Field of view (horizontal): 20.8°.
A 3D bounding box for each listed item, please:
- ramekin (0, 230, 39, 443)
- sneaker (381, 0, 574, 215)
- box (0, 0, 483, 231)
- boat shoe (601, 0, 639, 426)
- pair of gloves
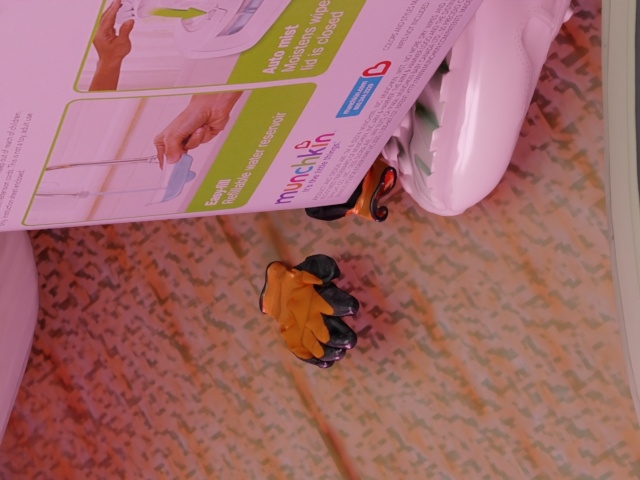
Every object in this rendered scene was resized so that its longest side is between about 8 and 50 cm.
[{"bbox_3d":[-0.239,0.032,0.640,0.277,0.135,0.277,7,132,8],"label":"ramekin"},{"bbox_3d":[0.062,-0.119,0.547,0.090,0.095,0.235,-137,45,-55],"label":"sneaker"},{"bbox_3d":[-0.070,-0.107,0.440,0.262,0.231,0.127,123,137,-58],"label":"box"},{"bbox_3d":[0.172,-0.072,0.416,0.156,0.187,0.500,-6,80,39],"label":"boat shoe"},{"bbox_3d":[0.000,0.000,0.606,0.074,0.010,0.083,36,115,62],"label":"pair of gloves"}]
